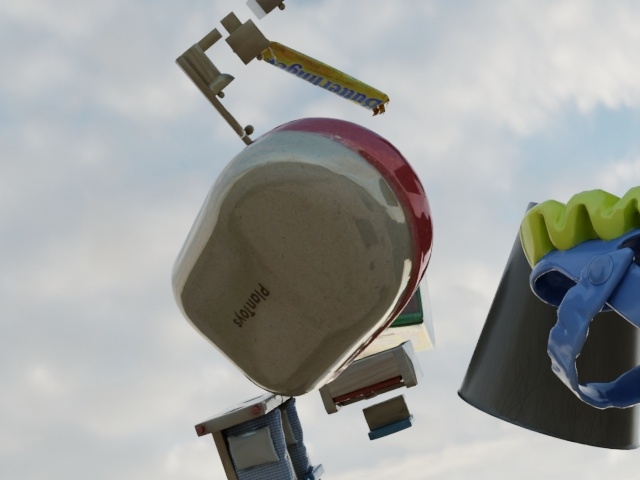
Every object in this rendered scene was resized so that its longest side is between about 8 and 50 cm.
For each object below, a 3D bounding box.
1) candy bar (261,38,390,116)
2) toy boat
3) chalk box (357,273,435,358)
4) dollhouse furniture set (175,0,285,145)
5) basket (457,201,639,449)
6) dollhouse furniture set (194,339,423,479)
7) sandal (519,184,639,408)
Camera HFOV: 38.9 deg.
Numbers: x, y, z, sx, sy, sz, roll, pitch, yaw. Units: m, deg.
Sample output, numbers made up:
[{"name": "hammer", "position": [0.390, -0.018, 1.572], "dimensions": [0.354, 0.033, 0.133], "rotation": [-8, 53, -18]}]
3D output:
[{"name": "candy bar", "position": [0.002, -0.176, 0.976], "dimensions": [0.162, 0.018, 0.040], "rotation": [24, -24, -10]}, {"name": "toy boat", "position": [0.000, 0.000, 0.652], "dimensions": [0.151, 0.151, 0.231], "rotation": [42, -38, 4]}, {"name": "chalk box", "position": [0.067, 0.064, 1.159], "dimensions": [0.132, 0.132, 0.213], "rotation": [-8, -21, 10]}, {"name": "dollhouse furniture set", "position": [-0.059, -0.192, 0.972], "dimensions": [0.151, 0.144, 0.123], "rotation": [-40, -77, 1]}, {"name": "basket", "position": [0.264, 0.081, 0.966], "dimensions": [0.154, 0.204, 0.226], "rotation": [5, -82, -50]}, {"name": "dollhouse furniture set", "position": [0.009, 0.183, 0.796], "dimensions": [0.184, 0.129, 0.129], "rotation": [-21, -95, 10]}, {"name": "sandal", "position": [0.240, 0.020, 0.526], "dimensions": [0.126, 0.138, 0.317], "rotation": [22, -26, -20]}]
